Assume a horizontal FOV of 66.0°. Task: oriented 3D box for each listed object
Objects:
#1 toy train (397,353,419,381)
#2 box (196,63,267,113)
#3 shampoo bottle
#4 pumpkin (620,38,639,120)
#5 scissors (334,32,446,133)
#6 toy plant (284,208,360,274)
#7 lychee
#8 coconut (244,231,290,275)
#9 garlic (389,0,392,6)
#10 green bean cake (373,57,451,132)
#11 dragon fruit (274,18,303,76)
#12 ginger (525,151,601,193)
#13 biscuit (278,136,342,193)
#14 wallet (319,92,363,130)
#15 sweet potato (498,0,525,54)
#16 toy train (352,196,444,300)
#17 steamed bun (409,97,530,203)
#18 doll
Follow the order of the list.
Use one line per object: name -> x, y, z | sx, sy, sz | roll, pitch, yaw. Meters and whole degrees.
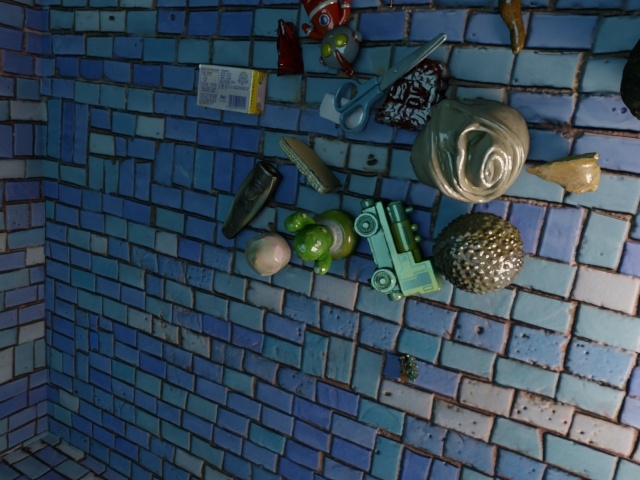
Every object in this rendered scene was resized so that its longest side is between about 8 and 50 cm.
toy train -> 0.312, 0.457, 1.770 | 0.064, 0.044, 0.103 | -12, 93, 40
box -> -0.344, -0.586, 1.909 | 0.265, 0.097, 0.168 | 13, 105, 25
shampoo bottle -> -0.288, -0.151, 1.963 | 0.125, 0.084, 0.350 | 45, 117, 12
pumpkin -> 0.908, -0.417, 1.180 | 0.291, 0.257, 0.327 | 34, 122, 4
scissors -> 0.211, -0.511, 1.561 | 0.447, 0.029, 0.192 | -28, 67, 41
toy plant -> 0.000, 0.000, 1.697 | 0.184, 0.316, 0.224 | -26, 84, 32
lychee -> 0.478, 0.036, 1.495 | 0.255, 0.274, 0.255 | -23, 59, 44
coconut -> -0.211, 0.050, 1.898 | 0.171, 0.183, 0.170 | 4, 100, 24
garlic -> 0.234, -0.842, 1.572 | 0.084, 0.066, 0.152 | 44, 113, 13
green bean cake -> 0.300, -0.468, 1.584 | 0.199, 0.097, 0.232 | 23, 109, 24
dragon fruit -> -0.142, -0.695, 1.776 | 0.092, 0.122, 0.192 | 2, 103, 43
ginger -> 0.701, -0.186, 1.419 | 0.193, 0.115, 0.122 | -2, 114, 40
biscuit -> -0.040, -0.270, 1.769 | 0.052, 0.150, 0.252 | -44, 78, 26
wallet -> 0.081, -0.454, 1.741 | 0.190, 0.033, 0.095 | 24, 108, 22
sweet potato -> 0.569, -0.720, 1.408 | 0.108, 0.079, 0.346 | 14, 109, 13
toy train -> 0.255, 0.015, 1.671 | 0.237, 0.150, 0.368 | -17, 90, 21
steamed bun -> 0.439, -0.262, 1.448 | 0.324, 0.219, 0.309 | 21, 113, 5
doll -> 0.039, -0.709, 1.678 | 0.200, 0.105, 0.336 | -23, 87, 29
